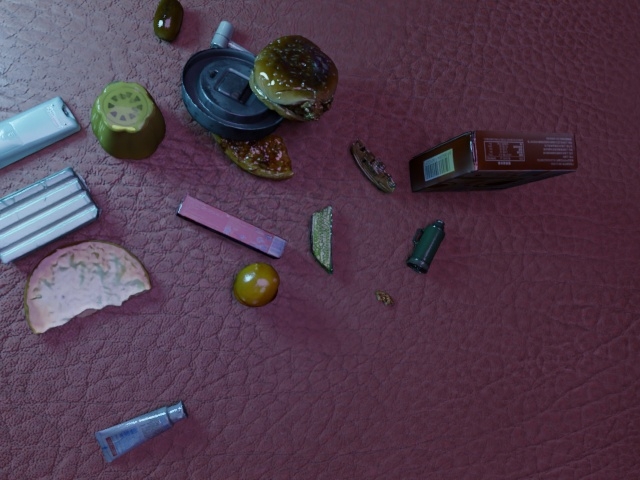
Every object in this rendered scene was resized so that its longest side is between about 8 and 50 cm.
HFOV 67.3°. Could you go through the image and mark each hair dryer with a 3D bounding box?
[{"bbox_3d":[-0.253,-0.588,1.449,0.137,0.047,0.082,26,78,-22],"label":"hair dryer"}]

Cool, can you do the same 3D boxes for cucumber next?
[{"bbox_3d":[0.000,0.000,1.504,0.070,0.046,0.220,0,85,-17],"label":"cucumber"}]

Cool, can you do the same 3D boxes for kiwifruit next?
[{"bbox_3d":[-0.434,-0.631,1.372,0.075,0.075,0.124,16,85,-18],"label":"kiwifruit"}]

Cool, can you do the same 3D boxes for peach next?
[{"bbox_3d":[-0.185,0.129,1.380,0.138,0.138,0.138,1,86,-20],"label":"peach"}]

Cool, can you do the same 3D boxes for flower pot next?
[{"bbox_3d":[-0.510,-0.326,1.269,0.195,0.179,0.195,2,85,-18],"label":"flower pot"}]

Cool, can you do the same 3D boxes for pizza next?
[{"bbox_3d":[0.213,0.192,1.582,0.083,0.016,0.037,37,82,-16],"label":"pizza"},{"bbox_3d":[-0.200,-0.286,1.427,0.305,0.085,0.161,32,76,-17],"label":"pizza"}]

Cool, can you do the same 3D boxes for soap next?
[{"bbox_3d":[-0.712,-0.068,1.232,0.261,0.094,0.150,-32,103,-20],"label":"soap"}]

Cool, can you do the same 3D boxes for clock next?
[{"bbox_3d":[-0.240,-0.417,1.369,0.313,0.061,0.312,11,58,-18],"label":"clock"}]

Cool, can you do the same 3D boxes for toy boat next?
[{"bbox_3d":[0.172,-0.240,1.564,0.064,0.072,0.206,-45,102,-18],"label":"toy boat"}]

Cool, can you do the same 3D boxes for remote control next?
[{"bbox_3d":[-0.783,-0.269,1.237,0.293,0.051,0.103,-34,98,-19],"label":"remote control"}]

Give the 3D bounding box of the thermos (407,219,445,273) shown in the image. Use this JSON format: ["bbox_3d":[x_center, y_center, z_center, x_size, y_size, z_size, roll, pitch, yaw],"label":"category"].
[{"bbox_3d":[0.362,0.015,1.623,0.073,0.083,0.187,41,72,-35],"label":"thermos"}]

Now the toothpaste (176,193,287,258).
[{"bbox_3d":[-0.255,-0.035,1.397,0.320,0.076,0.066,26,79,-17],"label":"toothpaste"}]

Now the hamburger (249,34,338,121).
[{"bbox_3d":[-0.072,-0.447,1.344,0.243,0.146,0.286,0,62,-17],"label":"hamburger"}]

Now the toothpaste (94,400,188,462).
[{"bbox_3d":[-0.479,0.510,1.301,0.234,0.057,0.089,-23,93,-13],"label":"toothpaste"}]

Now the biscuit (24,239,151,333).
[{"bbox_3d":[-0.628,0.103,1.274,0.309,0.040,0.204,-22,95,-20],"label":"biscuit"}]

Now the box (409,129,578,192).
[{"bbox_3d":[0.543,-0.245,1.551,0.385,0.344,0.122,-3,86,-20],"label":"box"}]
